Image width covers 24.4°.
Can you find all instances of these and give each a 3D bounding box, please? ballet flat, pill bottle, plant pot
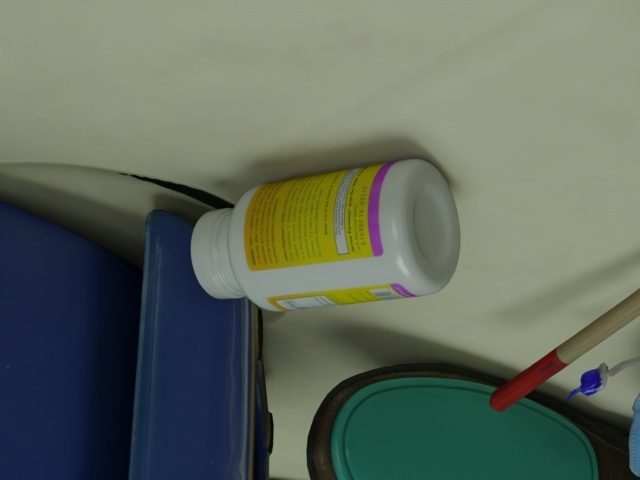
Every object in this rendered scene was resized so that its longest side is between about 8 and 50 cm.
[{"bbox_3d":[0.111,0.124,0.651,0.280,0.095,0.096,18,165,-18],"label":"ballet flat"},{"bbox_3d":[0.000,0.000,0.480,0.083,0.043,0.043,-8,150,31],"label":"pill bottle"},{"bbox_3d":[-0.126,0.117,0.558,0.212,0.236,0.236,1,155,1],"label":"plant pot"}]

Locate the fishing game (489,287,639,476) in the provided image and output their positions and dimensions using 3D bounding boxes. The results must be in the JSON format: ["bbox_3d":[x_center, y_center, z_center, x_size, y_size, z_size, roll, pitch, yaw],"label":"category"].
[{"bbox_3d":[0.209,0.067,0.554,0.264,0.041,0.189,23,142,-18],"label":"fishing game"}]
